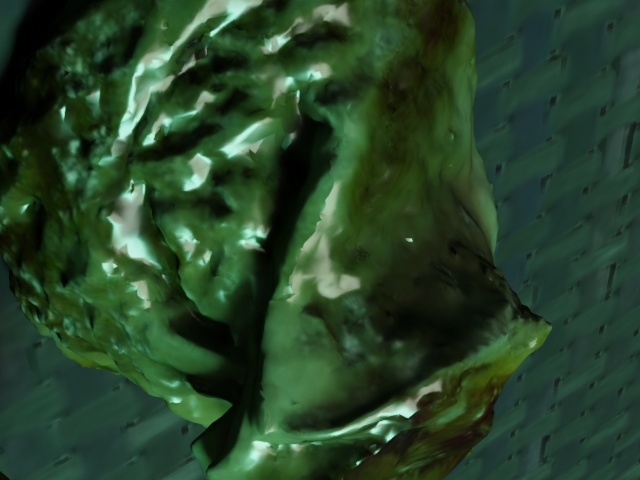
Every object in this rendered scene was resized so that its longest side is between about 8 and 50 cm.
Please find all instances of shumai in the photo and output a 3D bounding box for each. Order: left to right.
[{"bbox_3d":[-0.001,0.001,0.360,0.099,0.087,0.124,-25,145,-23],"label":"shumai"}]

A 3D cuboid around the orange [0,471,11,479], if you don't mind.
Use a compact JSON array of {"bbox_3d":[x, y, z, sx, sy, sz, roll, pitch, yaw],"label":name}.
[{"bbox_3d":[-0.101,0.107,0.332,0.159,0.136,0.159,-34,146,-27],"label":"orange"}]
